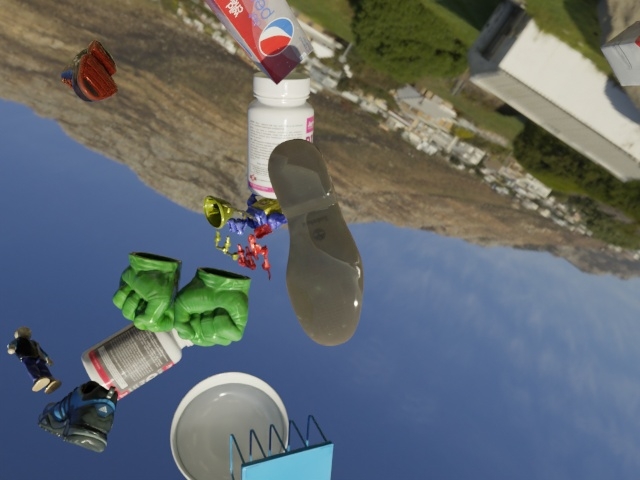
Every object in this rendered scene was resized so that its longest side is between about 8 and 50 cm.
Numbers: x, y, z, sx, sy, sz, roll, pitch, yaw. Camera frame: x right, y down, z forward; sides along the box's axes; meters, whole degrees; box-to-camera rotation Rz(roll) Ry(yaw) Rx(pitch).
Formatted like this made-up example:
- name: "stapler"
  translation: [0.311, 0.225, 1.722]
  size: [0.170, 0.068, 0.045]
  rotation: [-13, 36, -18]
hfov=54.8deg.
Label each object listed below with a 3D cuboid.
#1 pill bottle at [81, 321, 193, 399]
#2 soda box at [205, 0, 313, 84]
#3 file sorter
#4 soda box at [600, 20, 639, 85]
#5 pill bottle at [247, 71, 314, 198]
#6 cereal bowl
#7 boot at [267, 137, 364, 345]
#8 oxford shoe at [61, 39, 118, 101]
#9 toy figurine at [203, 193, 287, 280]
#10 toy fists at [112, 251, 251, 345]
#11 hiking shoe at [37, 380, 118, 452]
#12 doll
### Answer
- name: "pill bottle"
  translation: [-0.527, 0.325, 1.844]
  size: [0.176, 0.318, 0.176]
  rotation: [52, 164, 22]
- name: "soda box"
  translation: [-0.107, -0.348, 0.917]
  size: [0.083, 0.092, 0.263]
  rotation: [48, -178, 26]
- name: "file sorter"
  translation: [-0.078, 0.410, 1.148]
  size: [0.170, 0.118, 0.104]
  rotation: [-8, -153, -23]
- name: "soda box"
  translation: [0.632, -0.341, 1.097]
  size: [0.098, 0.091, 0.286]
  rotation: [53, -178, -15]
- name: "pill bottle"
  translation: [-0.097, -0.257, 1.499]
  size: [0.160, 0.283, 0.160]
  rotation: [2, -156, -1]
- name: "cereal bowl"
  translation: [-0.259, 0.565, 1.791]
  size: [0.338, 0.141, 0.339]
  rotation: [3, -120, -5]
- name: "boot"
  translation: [0.000, 0.000, 0.905]
  size: [0.112, 0.305, 0.115]
  rotation: [-10, -169, 5]
- name: "oxford shoe"
  translation: [-0.500, -0.343, 1.321]
  size: [0.097, 0.098, 0.271]
  rotation: [55, -173, -31]
- name: "toy figurine"
  translation: [-0.152, -0.056, 1.700]
  size: [0.217, 0.191, 0.362]
  rotation: [-27, -156, -25]
- name: "toy fists"
  translation: [-0.262, 0.115, 1.150]
  size: [0.279, 0.142, 0.096]
  rotation: [11, -175, 18]
- name: "hiking shoe"
  translation: [-0.519, 0.376, 1.356]
  size: [0.113, 0.132, 0.304]
  rotation: [36, 153, -32]
- name: "doll"
  translation: [-0.669, 0.274, 1.442]
  size: [0.189, 0.046, 0.129]
  rotation: [45, 180, 31]
